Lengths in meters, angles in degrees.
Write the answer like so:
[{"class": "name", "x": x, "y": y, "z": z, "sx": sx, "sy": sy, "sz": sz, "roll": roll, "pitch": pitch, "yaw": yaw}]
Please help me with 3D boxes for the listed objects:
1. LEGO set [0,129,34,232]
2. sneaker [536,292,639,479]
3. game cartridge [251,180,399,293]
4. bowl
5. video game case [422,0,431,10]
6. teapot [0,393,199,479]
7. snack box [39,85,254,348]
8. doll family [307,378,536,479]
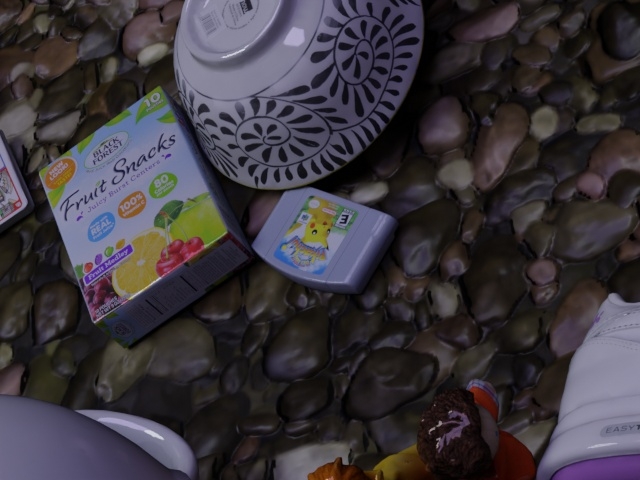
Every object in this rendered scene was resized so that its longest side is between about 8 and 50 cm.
[{"class": "LEGO set", "x": -0.311, "y": -0.058, "z": 1.151, "sx": 0.182, "sy": 0.060, "sz": 0.244, "roll": -34, "pitch": 60, "yaw": 6}, {"class": "sneaker", "x": 0.246, "y": 0.056, "z": 0.679, "sx": 0.305, "sy": 0.114, "sz": 0.152, "roll": -3, "pitch": 42, "yaw": 21}, {"class": "game cartridge", "x": 0.000, "y": 0.000, "z": 0.931, "sx": 0.083, "sy": 0.017, "sz": 0.056, "roll": 20, "pitch": 76, "yaw": 39}, {"class": "bowl", "x": -0.031, "y": -0.123, "z": 0.952, "sx": 0.170, "sy": 0.080, "sz": 0.170, "roll": -15, "pitch": 60, "yaw": 28}, {"class": "video game case", "x": 0.021, "y": -0.276, "z": 1.083, "sx": 0.275, "sy": 0.035, "sz": 0.248, "roll": 26, "pitch": 76, "yaw": 40}, {"class": "teapot", "x": -0.107, "y": 0.180, "z": 0.711, "sx": 0.187, "sy": 0.252, "sz": 0.256, "roll": -3, "pitch": 73, "yaw": -17}, {"class": "snack box", "x": -0.110, "y": -0.016, "z": 0.993, "sx": 0.100, "sy": 0.037, "sz": 0.141, "roll": -33, "pitch": 49, "yaw": 8}, {"class": "doll family", "x": 0.041, "y": 0.183, "z": 0.688, "sx": 0.118, "sy": 0.163, "sz": 0.263, "roll": -17, "pitch": 54, "yaw": 22}]
